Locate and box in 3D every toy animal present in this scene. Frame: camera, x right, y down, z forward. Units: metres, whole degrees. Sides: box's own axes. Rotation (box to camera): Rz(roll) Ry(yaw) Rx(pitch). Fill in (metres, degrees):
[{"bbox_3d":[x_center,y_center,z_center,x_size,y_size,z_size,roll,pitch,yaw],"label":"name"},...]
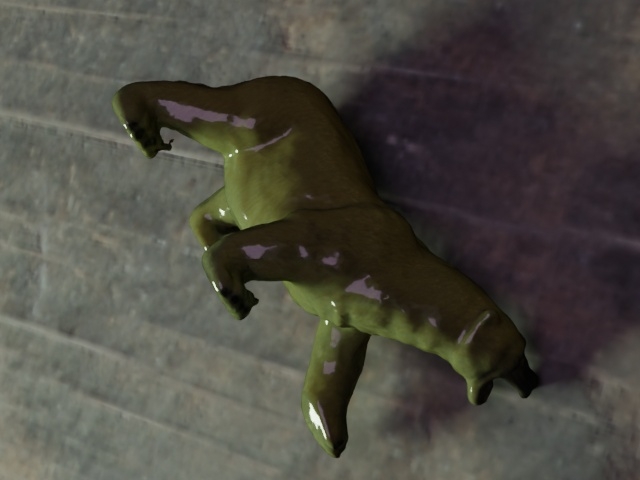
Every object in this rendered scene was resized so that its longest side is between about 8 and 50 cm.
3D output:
[{"bbox_3d":[0.000,0.000,0.637,0.101,0.103,0.219,-32,53,-2],"label":"toy animal"}]
